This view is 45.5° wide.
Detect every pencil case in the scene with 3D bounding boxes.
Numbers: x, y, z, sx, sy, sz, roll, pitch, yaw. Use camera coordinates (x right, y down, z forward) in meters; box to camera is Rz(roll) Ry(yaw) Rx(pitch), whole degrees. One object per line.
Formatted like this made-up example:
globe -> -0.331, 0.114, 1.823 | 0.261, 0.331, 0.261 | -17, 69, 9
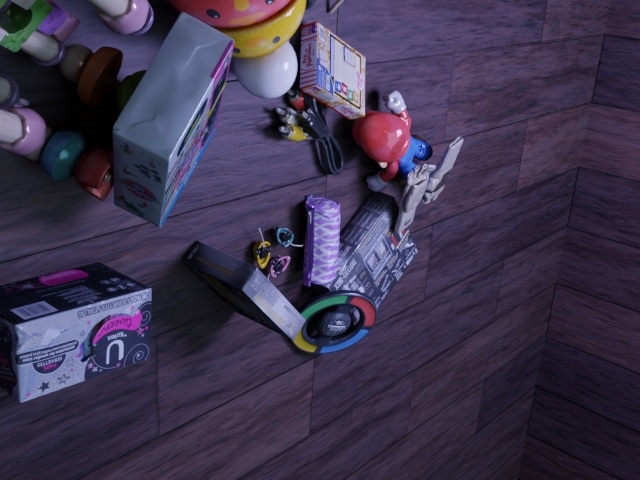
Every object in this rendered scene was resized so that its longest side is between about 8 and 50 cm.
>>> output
pencil case -> 0.000, 0.000, 1.788 | 0.088, 0.086, 0.206 | -26, 123, -51

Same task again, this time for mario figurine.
mario figurine -> 0.161, -0.244, 1.886 | 0.320, 0.170, 0.198 | 23, 52, -63

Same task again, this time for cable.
cable -> -0.017, -0.249, 1.708 | 0.287, 0.072, 0.139 | 43, 56, -63

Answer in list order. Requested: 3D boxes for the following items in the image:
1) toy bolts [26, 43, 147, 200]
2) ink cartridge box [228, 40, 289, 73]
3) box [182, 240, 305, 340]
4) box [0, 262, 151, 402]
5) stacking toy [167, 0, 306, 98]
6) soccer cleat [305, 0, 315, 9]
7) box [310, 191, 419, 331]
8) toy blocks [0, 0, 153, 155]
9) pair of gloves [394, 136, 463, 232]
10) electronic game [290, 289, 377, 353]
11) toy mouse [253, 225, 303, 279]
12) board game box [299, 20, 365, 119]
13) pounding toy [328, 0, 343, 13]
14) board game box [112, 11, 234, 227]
toy bolts -> -0.379, -0.187, 1.247 | 0.228, 0.159, 0.218 | -65, -176, -21
ink cartridge box -> -0.114, -0.411, 1.479 | 0.104, 0.062, 0.181 | -12, 117, -47
box -> -0.155, 0.106, 1.581 | 0.056, 0.183, 0.231 | -56, 142, -16
box -> -0.429, 0.148, 1.280 | 0.247, 0.163, 0.142 | -16, 118, -46
stacking toy -> -0.124, -0.426, 1.261 | 0.350, 0.351, 0.480 | -51, 147, -21
soccer cleat -> -0.058, -0.584, 1.383 | 0.116, 0.109, 0.318 | -38, 114, -39
box -> 0.118, 0.063, 1.984 | 0.307, 0.077, 0.242 | -53, 140, -19
toy blocks -> -0.415, -0.311, 1.052 | 0.288, 0.309, 0.260 | -48, 174, 5
pair of gloves -> 0.270, -0.148, 1.950 | 0.240, 0.042, 0.204 | -41, 157, -35
electronic game -> 0.031, 0.203, 1.885 | 0.229, 0.048, 0.229 | -10, 136, -10
toy mouse -> -0.099, 0.023, 1.734 | 0.143, 0.031, 0.161 | -22, 124, -43
board game box -> 0.030, -0.363, 1.649 | 0.193, 0.045, 0.146 | 20, 67, -53
pounding toy -> 0.068, -0.561, 1.591 | 0.100, 0.130, 0.141 | 44, 72, -38
board game box -> -0.239, -0.178, 1.216 | 0.224, 0.098, 0.303 | -65, -174, -21
